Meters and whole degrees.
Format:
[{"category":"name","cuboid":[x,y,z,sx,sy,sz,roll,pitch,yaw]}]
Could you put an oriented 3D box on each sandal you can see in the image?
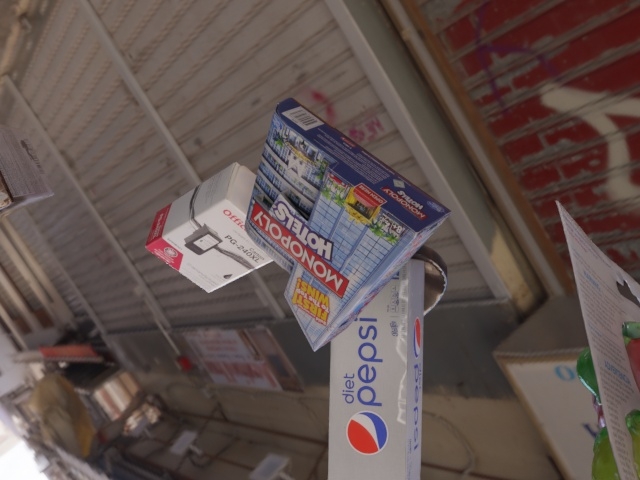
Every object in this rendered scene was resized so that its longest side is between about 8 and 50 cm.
[{"category":"sandal","cuboid":[0.100,0.104,1.092,0.054,0.097,0.254,-79,-166,-48]}]

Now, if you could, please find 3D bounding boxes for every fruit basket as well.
[{"category":"fruit basket","cuboid":[0.274,0.184,0.626,0.165,0.327,0.353,-28,-127,27]}]

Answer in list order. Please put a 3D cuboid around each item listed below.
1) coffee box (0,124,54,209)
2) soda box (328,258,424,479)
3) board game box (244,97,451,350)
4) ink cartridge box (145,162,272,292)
[{"category":"coffee box","cuboid":[-0.488,-0.075,1.060,0.168,0.119,0.297,-24,-171,-6]},{"category":"soda box","cuboid":[0.065,0.161,0.889,0.091,0.286,0.098,0,177,18]},{"category":"board game box","cuboid":[0.000,0.000,0.736,0.060,0.194,0.194,-29,148,-44]},{"category":"ink cartridge box","cuboid":[-0.118,-0.012,0.933,0.150,0.109,0.063,-27,-143,35]}]
